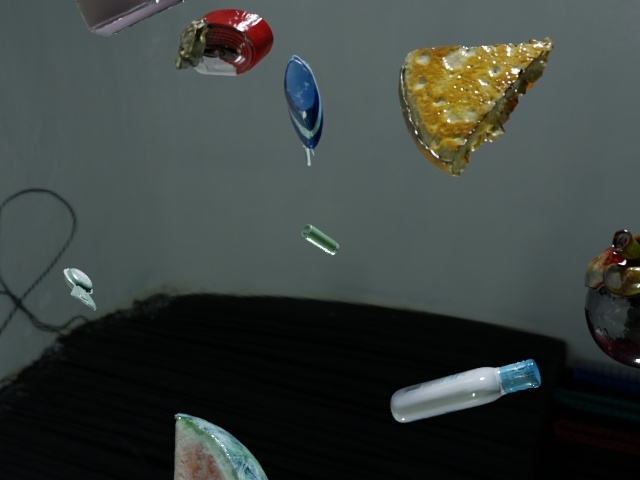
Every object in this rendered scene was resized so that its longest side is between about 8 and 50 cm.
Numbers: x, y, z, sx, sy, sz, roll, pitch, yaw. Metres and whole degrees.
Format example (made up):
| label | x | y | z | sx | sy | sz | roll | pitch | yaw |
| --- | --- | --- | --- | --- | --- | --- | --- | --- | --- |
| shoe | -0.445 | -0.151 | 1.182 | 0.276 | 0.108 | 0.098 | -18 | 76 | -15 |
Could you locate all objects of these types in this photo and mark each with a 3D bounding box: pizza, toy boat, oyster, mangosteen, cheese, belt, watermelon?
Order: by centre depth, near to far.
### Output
| label | x | y | z | sx | sy | sz | roll | pitch | yaw |
| --- | --- | --- | --- | --- | --- | --- | --- | --- | --- |
| mangosteen | 0.510 | 0.079 | 1.266 | 0.250 | 0.211 | 0.211 | 61 | 37 | -27 |
| cheese | -0.457 | 0.086 | 1.536 | 0.026 | 0.120 | 0.067 | -48 | 126 | 5 |
| oyster | -0.254 | -0.400 | 1.622 | 0.103 | 0.051 | 0.148 | -66 | 175 | 23 |
| toy boat | -0.025 | -0.246 | 1.671 | 0.291 | 0.067 | 0.220 | 75 | 5 | -67 |
| belt | -0.221 | -0.449 | 1.850 | 0.124 | 0.201 | 0.128 | -58 | 149 | -50 |
| watermelon | -0.261 | 0.594 | 1.910 | 0.258 | 0.387 | 0.228 | -45 | 156 | -3 |
| pizza | 0.403 | -0.363 | 2.017 | 0.130 | 0.406 | 0.439 | 54 | 17 | -48 |

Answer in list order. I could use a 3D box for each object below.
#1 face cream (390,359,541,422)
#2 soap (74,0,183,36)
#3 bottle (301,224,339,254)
| label | x | y | z | sx | sy | sz | roll | pitch | yaw |
| --- | --- | --- | --- | --- | --- | --- | --- | --- | --- |
| face cream | 0.335 | 0.344 | 1.867 | 0.163 | 0.337 | 0.080 | 3 | 70 | -69 |
| soap | -0.308 | -0.532 | 1.356 | 0.107 | 0.296 | 0.285 | -72 | 140 | -78 |
| bottle | 0.000 | 0.000 | 1.588 | 0.083 | 0.030 | 0.030 | 33 | 63 | -34 |
